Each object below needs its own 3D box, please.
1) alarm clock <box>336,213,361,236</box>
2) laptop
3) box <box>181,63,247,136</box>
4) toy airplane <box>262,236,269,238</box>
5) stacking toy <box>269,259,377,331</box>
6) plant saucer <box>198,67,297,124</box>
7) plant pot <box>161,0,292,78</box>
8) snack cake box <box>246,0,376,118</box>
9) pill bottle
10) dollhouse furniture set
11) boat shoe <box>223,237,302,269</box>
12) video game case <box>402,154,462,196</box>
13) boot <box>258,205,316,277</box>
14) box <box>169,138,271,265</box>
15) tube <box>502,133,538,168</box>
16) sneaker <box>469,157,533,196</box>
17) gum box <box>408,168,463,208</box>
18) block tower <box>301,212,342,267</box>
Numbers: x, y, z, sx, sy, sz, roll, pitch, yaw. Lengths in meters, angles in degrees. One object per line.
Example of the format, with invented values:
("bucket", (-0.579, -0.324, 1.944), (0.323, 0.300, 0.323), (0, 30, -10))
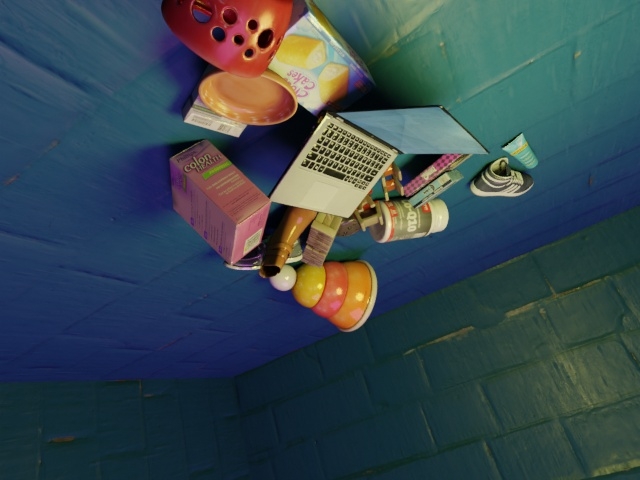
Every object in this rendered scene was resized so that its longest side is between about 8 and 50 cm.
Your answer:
("alarm clock", (0.121, -0.064, 1.648), (0.191, 0.064, 0.129), (-5, 152, -33))
("laptop", (0.152, -0.166, 1.061), (0.381, 0.236, 0.408), (8, 126, -54))
("box", (-0.203, -0.320, 0.933), (0.145, 0.038, 0.186), (6, 147, -41))
("toy airplane", (-0.268, 0.006, 1.568), (0.151, 0.028, 0.151), (-21, 159, -8))
("stacking toy", (-0.013, 0.200, 1.919), (0.479, 0.351, 0.350), (20, 139, -25))
("plant saucer", (-0.145, -0.299, 0.855), (0.199, 0.037, 0.200), (4, 167, 1))
("plant pot", (-0.132, -0.392, 0.668), (0.191, 0.191, 0.174), (7, 136, -42))
("snack cake box", (-0.017, -0.375, 0.884), (0.152, 0.089, 0.264), (-31, 152, 25))
("pill bottle", (0.339, -0.087, 1.622), (0.282, 0.162, 0.161), (-8, 153, -21))
("dollhouse furniture set", (0.136, -0.161, 1.424), (0.261, 0.135, 0.259), (-20, 144, 4))
("boat shoe", (-0.212, 0.038, 1.578), (0.319, 0.116, 0.099), (-8, 113, -30))
("video game case", (0.405, -0.242, 1.403), (0.232, 0.042, 0.210), (-40, 171, 39))
("boot", (-0.118, -0.008, 1.406), (0.109, 0.220, 0.283), (34, 141, -17))
("box", (-0.264, -0.093, 1.090), (0.117, 0.243, 0.214), (-41, 168, -31))
("tube", (0.743, -0.326, 1.543), (0.207, 0.052, 0.080), (19, 126, -44))
("sneaker", (0.742, -0.248, 1.633), (0.281, 0.099, 0.153), (-7, 155, -15))
("gum box", (0.404, -0.181, 1.457), (0.157, 0.041, 0.184), (-38, 171, 31))
("block tower", (0.000, 0.000, 1.593), (0.090, 0.097, 0.335), (25, 156, 2))
